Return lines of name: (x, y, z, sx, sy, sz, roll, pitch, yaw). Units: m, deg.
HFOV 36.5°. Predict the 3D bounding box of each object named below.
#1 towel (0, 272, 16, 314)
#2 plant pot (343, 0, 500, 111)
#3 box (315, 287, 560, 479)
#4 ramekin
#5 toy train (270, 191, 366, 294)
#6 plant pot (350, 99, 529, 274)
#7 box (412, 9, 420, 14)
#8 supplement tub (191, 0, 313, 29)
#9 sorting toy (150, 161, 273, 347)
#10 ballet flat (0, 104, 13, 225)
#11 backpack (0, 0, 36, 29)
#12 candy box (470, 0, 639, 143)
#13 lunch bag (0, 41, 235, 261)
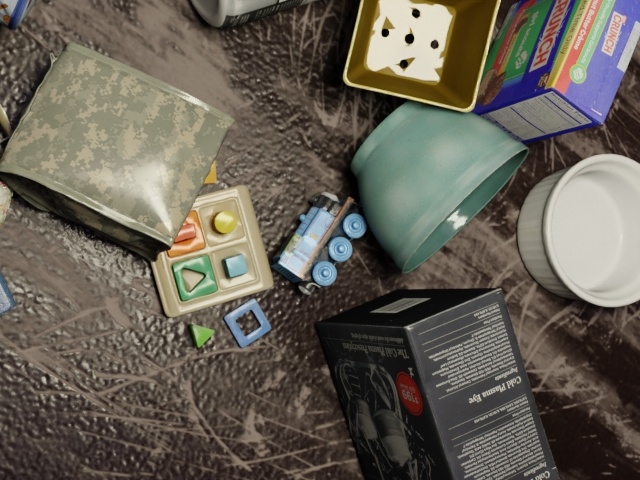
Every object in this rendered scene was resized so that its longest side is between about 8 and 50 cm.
towel: (-0.514, 0.062, 1.466, 0.067, 0.029, 0.119, -28, 97, -20)
plant pot: (0.157, -0.336, 1.598, 0.212, 0.187, 0.212, 13, 97, -3)
box: (0.175, 0.250, 1.555, 0.179, 0.343, 0.312, -20, 94, -22)
ramekin: (0.502, -0.015, 1.806, 0.277, 0.135, 0.277, 1, 86, -21)
toy train: (0.000, 0.000, 1.643, 0.105, 0.080, 0.184, 35, 76, -10)
plant pot: (0.175, -0.114, 1.628, 0.293, 0.293, 0.196, -40, 78, -18)
box: (0.216, -0.521, 1.582, 0.143, 0.381, 0.191, 11, 83, 9)
supplement tub: (-0.050, -0.485, 1.577, 0.338, 0.207, 0.207, -24, 96, -21)
sorting toy: (-0.182, 0.014, 1.587, 0.196, 0.047, 0.347, -17, 93, -21)
ballet flat: (-0.494, -0.138, 1.458, 0.077, 0.091, 0.240, -17, 98, -43)
backpack: (-0.496, -0.409, 1.389, 0.213, 0.276, 0.263, 32, 90, -16)
candy box: (0.403, -0.316, 1.684, 0.122, 0.317, 0.268, 30, 77, -17)
lunch bag: (-0.317, -0.136, 1.469, 0.287, 0.169, 0.235, 28, 72, -14)
